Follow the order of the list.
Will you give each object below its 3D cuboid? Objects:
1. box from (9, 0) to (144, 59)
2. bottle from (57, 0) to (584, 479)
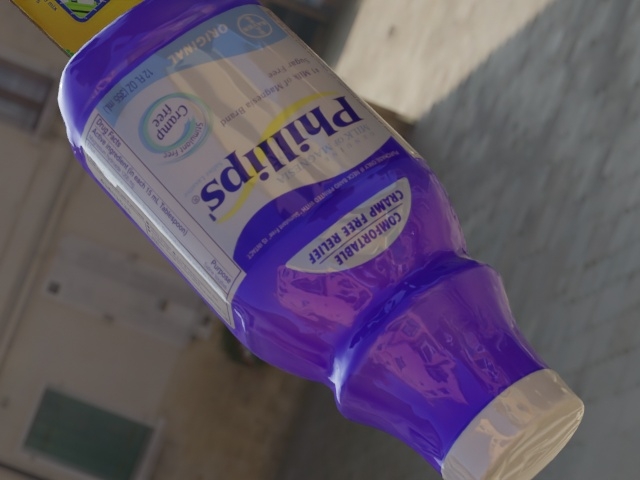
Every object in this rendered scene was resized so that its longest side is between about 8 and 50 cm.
[{"bbox_3d":[-0.079,-0.304,1.221,0.279,0.177,0.290,-35,19,33],"label":"box"},{"bbox_3d":[0.000,0.000,0.826,0.118,0.283,0.092,-35,-26,-16],"label":"bottle"}]
